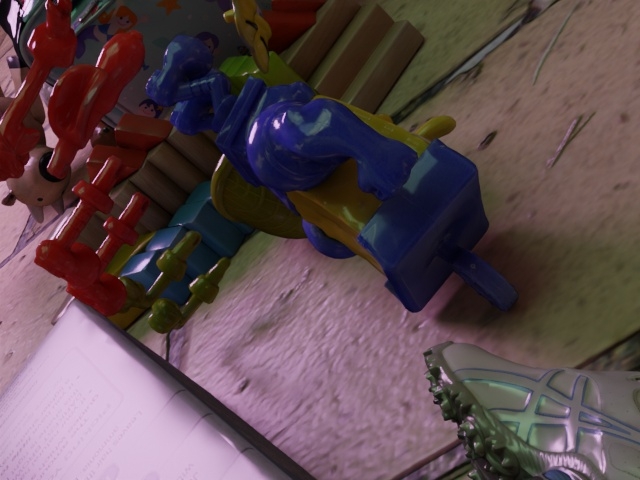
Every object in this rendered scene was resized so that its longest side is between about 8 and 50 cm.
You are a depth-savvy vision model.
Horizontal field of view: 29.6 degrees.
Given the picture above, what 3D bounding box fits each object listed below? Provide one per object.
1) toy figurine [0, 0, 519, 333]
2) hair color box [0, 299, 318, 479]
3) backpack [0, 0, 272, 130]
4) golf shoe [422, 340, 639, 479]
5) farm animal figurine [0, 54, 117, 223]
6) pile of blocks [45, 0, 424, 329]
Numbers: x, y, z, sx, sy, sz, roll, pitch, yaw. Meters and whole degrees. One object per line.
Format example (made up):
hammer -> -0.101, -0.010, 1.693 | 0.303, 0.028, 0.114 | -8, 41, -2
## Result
toy figurine -> 0.000, 0.000, 0.639 | 0.191, 0.217, 0.362 | -57, -18, -9
hair color box -> -0.088, 0.164, 0.569 | 0.185, 0.113, 0.374 | -53, 24, -8
backpack -> -0.114, -0.205, 1.014 | 0.253, 0.225, 0.191 | -51, 39, 1
golf shoe -> 0.101, 0.077, 0.464 | 0.086, 0.069, 0.176 | -30, 27, -7
farm animal figurine -> -0.349, -0.099, 1.277 | 0.330, 0.172, 0.327 | -15, 16, -20
pile of blocks -> -0.092, -0.061, 0.903 | 0.362, 0.112, 0.149 | -45, 24, 9
